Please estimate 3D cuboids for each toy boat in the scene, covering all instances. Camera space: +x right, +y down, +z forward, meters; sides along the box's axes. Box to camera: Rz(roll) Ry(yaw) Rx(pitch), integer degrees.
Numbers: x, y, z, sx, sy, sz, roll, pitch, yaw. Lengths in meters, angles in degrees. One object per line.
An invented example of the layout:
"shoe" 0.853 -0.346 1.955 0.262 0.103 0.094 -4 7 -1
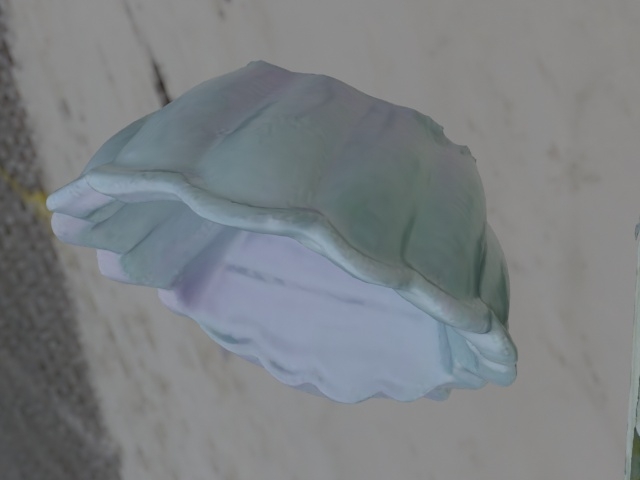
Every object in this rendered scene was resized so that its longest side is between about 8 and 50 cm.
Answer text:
"toy boat" 0.000 0.000 0.789 0.199 0.100 0.290 18 165 13

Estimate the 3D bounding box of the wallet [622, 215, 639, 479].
"wallet" 0.317 0.044 1.067 0.077 0.309 0.223 26 125 56
